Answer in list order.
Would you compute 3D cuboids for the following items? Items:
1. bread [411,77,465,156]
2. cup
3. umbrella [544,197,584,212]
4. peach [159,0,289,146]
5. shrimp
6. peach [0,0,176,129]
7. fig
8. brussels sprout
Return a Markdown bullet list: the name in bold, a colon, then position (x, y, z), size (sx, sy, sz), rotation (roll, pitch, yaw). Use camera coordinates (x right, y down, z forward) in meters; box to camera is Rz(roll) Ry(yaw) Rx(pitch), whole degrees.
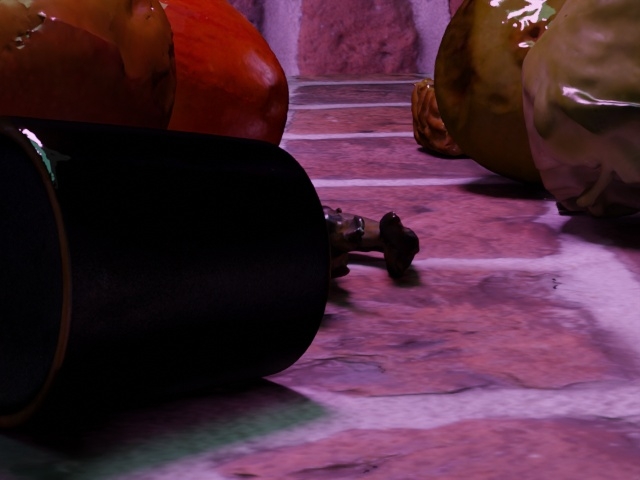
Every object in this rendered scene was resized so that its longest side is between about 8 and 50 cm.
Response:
- **bread**: position (0.226, -0.163, 2.103), size (0.222, 0.096, 0.181), rotation (-6, 11, -17)
- **cup**: position (-0.127, 0.007, 0.950), size (0.177, 0.166, 0.239), rotation (-4, 11, -38)
- **umbrella**: position (0.255, -0.035, 1.574), size (0.083, 0.020, 0.031), rotation (0, -12, 3)
- **peach**: position (-0.170, -0.158, 1.724), size (0.281, 0.238, 0.281), rotation (5, -18, 2)
- **shrimp**: position (0.014, 0.001, 1.287), size (0.145, 0.059, 0.254), rotation (6, 0, -28)
- **peach**: position (-0.290, -0.123, 1.350), size (0.372, 0.290, 0.372), rotation (1, 13, 0)
- **fig**: position (0.245, -0.162, 1.771), size (0.239, 0.239, 0.271), rotation (2, -20, 20)
- **brussels sprout**: position (0.370, -0.146, 1.473), size (0.371, 0.315, 0.276), rotation (-4, -15, 15)
